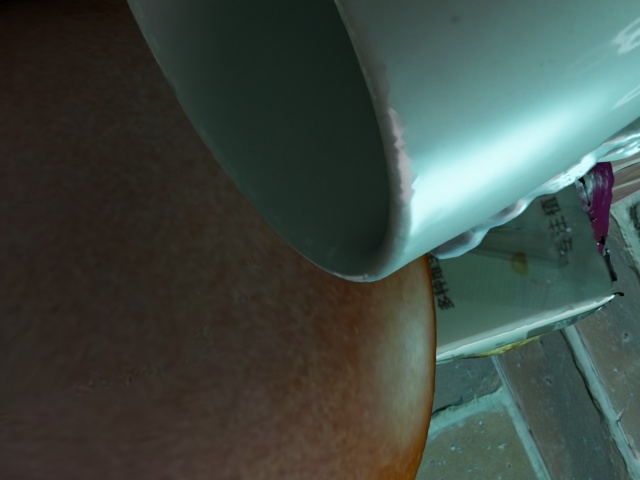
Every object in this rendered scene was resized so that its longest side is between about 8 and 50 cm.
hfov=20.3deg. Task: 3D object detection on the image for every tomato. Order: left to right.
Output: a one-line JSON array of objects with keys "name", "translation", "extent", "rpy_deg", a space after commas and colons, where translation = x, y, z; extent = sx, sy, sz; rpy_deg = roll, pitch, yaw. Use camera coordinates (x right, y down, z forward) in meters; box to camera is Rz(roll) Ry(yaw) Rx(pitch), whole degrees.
[{"name": "tomato", "translation": [-0.111, 0.057, 0.765], "extent": [0.321, 0.321, 0.321], "rpy_deg": [-23, 173, -3]}]

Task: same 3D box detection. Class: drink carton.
[{"name": "drink carton", "translation": [0.001, 0.000, 1.102], "extent": [0.325, 0.194, 0.132], "rpy_deg": [-18, 172, 3]}]

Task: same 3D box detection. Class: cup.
[{"name": "cup", "translation": [0.047, -0.129, 0.617], "extent": [0.234, 0.186, 0.258], "rpy_deg": [-30, -155, -20]}]

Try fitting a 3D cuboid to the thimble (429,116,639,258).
[{"name": "thimble", "translation": [0.103, -0.102, 0.874], "extent": [0.250, 0.172, 0.205], "rpy_deg": [-25, 175, -3]}]

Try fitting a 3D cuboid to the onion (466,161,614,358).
[{"name": "onion", "translation": [0.091, -0.024, 1.307], "extent": [0.207, 0.216, 0.206], "rpy_deg": [-12, 165, -27]}]
